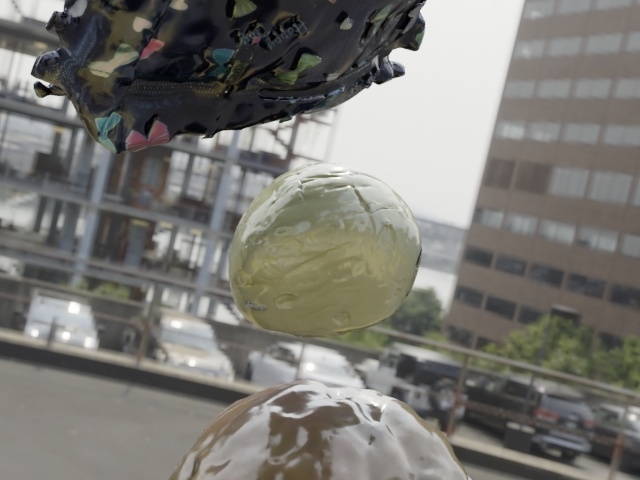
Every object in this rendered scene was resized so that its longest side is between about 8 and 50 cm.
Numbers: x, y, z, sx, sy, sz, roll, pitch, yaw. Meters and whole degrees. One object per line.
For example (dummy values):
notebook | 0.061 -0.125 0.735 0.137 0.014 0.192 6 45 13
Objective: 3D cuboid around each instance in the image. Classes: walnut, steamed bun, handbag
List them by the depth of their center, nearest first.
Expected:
handbag | -0.033 -0.134 0.662 0.260 0.162 0.113 -19 59 -45
walnut | -0.006 0.222 0.805 0.248 0.248 0.248 13 2 0
steamed bun | 0.000 0.000 0.812 0.130 0.112 0.091 -7 43 -10
